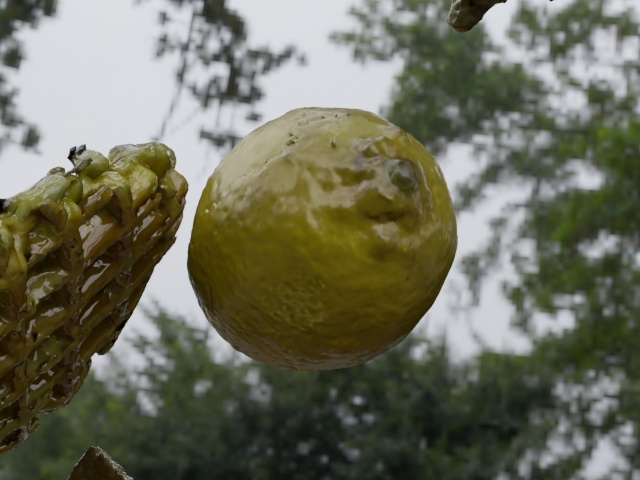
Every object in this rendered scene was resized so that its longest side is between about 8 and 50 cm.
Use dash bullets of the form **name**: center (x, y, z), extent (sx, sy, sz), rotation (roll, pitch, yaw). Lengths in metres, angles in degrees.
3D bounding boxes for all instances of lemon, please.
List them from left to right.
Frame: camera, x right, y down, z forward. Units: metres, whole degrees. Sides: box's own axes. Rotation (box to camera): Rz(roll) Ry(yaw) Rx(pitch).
- **lemon**: center (0.000, 0.000, 1.320), extent (0.204, 0.204, 0.260), rotation (17, -31, -23)

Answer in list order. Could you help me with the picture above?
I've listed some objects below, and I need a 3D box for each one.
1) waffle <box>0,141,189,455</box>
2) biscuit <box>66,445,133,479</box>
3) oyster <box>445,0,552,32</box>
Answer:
- **waffle**: center (-0.259, 0.074, 1.378), extent (0.095, 0.382, 0.379), rotation (42, 23, 13)
- **biscuit**: center (-0.229, 0.291, 1.406), extent (0.025, 0.231, 0.131), rotation (39, -3, -36)
- **oyster**: center (0.198, -0.302, 1.225), extent (0.096, 0.361, 0.221), rotation (35, 12, 11)
